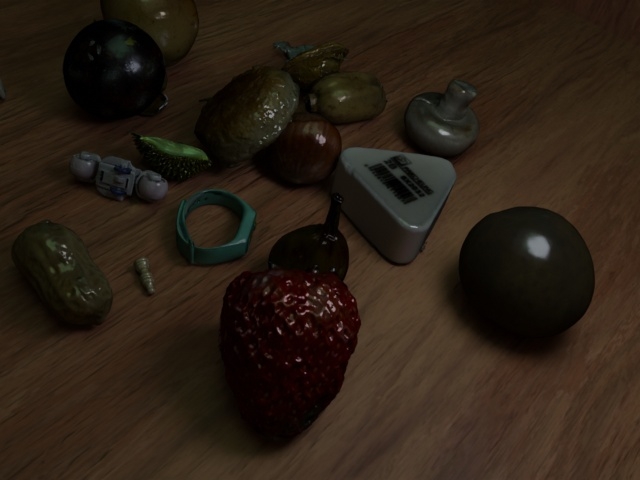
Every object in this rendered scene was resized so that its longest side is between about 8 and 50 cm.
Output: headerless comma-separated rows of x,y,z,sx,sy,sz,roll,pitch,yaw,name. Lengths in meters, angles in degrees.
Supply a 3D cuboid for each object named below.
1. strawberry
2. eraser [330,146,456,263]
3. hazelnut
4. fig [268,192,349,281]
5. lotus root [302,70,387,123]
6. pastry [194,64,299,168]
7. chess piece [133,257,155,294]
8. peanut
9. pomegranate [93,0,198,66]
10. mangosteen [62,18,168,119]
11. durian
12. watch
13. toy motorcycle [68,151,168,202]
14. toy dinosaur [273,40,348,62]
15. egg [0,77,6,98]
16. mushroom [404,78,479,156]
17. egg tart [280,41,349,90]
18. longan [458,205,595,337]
-0.060,0.197,1.372,0.292,0.292,0.310,3,38,-12,strawberry
0.175,-0.125,1.833,0.331,0.150,0.331,6,44,-6,eraser
-0.045,-0.247,1.885,0.214,0.176,0.214,-9,65,20,hazelnut
-0.007,0.029,1.559,0.190,0.290,0.190,7,69,-18,fig
0.077,-0.437,2.115,0.284,0.146,0.160,-13,39,-23,lotus root
-0.198,-0.345,1.862,0.136,0.329,0.329,45,32,-34,pastry
-0.394,0.084,1.565,0.035,0.035,0.092,-12,54,-24,chess piece
-0.554,0.056,1.465,0.143,0.159,0.291,-39,62,-10,peanut
-0.529,-0.665,2.087,0.319,0.319,0.319,7,45,-7,pomegranate
-0.556,-0.461,1.905,0.288,0.288,0.288,7,45,-7,mangosteen
-0.396,-0.211,1.810,0.220,0.137,0.095,23,79,1,durian
-0.258,-0.034,1.689,0.195,0.068,0.237,12,44,-2,watch
-0.504,-0.163,1.744,0.254,0.112,0.112,17,45,1,toy motorcycle
-0.033,-0.633,2.339,0.242,0.053,0.167,-4,40,-6,toy dinosaur
-0.998,-0.461,1.849,0.271,0.162,0.206,-13,52,-26,egg
0.378,-0.383,2.083,0.243,0.243,0.243,7,45,-7,mushroom
-0.016,-0.539,2.172,0.241,0.241,0.106,-23,91,-32,egg tart
0.487,0.070,1.636,0.319,0.319,0.319,7,45,-7,longan
